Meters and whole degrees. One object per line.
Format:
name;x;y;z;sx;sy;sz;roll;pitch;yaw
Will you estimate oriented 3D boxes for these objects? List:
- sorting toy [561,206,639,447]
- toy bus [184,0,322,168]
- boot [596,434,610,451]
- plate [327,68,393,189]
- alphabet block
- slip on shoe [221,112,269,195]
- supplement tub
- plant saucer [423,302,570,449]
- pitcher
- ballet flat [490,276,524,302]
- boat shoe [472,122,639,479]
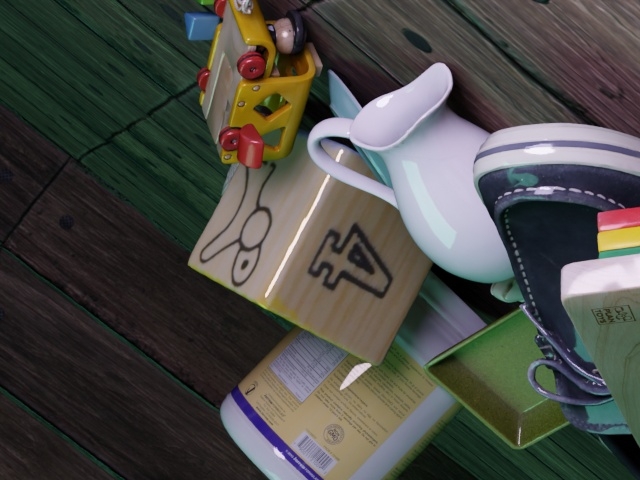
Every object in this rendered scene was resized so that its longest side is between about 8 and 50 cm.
sorting toy;0.314;0.042;1.005;0.255;0.089;0.257;-8;148;20
toy bus;-0.054;-0.172;1.496;0.104;0.191;0.202;-6;-172;-22
boot;0.461;0.267;1.804;0.236;0.085;0.178;34;165;-25
plate;0.054;-0.092;1.543;0.188;0.024;0.188;56;-178;-3
alphabet block;0.000;0.000;1.720;0.193;0.197;0.192;29;178;-33
slip on shoe;-0.061;-0.081;1.928;0.101;0.123;0.331;22;172;4
supplement tub;0.056;0.187;1.991;0.241;0.331;0.241;44;179;1
plant saucer;0.256;0.155;1.862;0.188;0.188;0.045;42;-147;-23
pitcher;0.101;-0.052;1.407;0.177;0.125;0.207;-11;133;40
ballet flat;0.192;0.014;1.580;0.221;0.079;0.077;42;166;-27
boat shoe;0.268;0.078;1.247;0.186;0.156;0.500;-3;145;31
